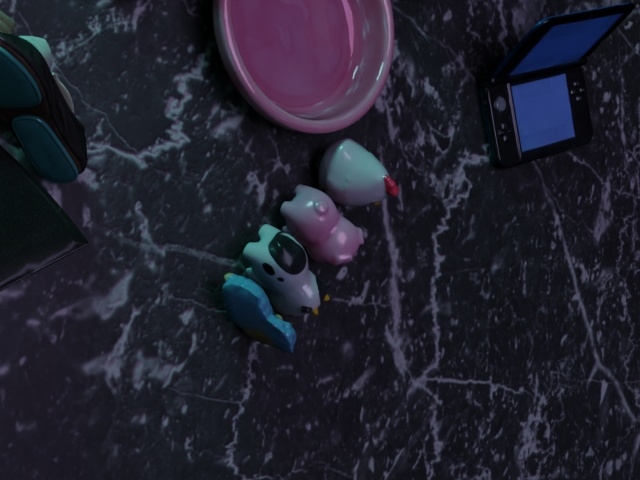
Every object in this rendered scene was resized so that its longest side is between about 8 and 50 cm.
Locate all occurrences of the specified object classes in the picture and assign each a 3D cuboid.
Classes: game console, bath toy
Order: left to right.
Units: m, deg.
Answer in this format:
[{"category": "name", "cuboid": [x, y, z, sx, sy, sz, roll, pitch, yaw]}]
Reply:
[{"category": "bath toy", "cuboid": [0.000, 0.000, 1.596, 0.348, 0.129, 0.151, -55, 154, -25]}, {"category": "game console", "cuboid": [0.447, -0.282, 1.936, 0.293, 0.173, 0.250, -18, 100, -38]}]

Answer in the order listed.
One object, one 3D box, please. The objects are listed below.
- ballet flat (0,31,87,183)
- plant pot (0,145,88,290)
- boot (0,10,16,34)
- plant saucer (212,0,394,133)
[{"category": "ballet flat", "cuboid": [-0.355, -0.181, 1.280, 0.280, 0.095, 0.096, 77, 17, -58]}, {"category": "plant pot", "cuboid": [-0.415, -0.011, 1.229, 0.187, 0.188, 0.167, -32, 97, -35]}, {"category": "boot", "cuboid": [-0.468, -0.228, 1.247, 0.213, 0.077, 0.165, 20, 77, -44]}, {"category": "plant saucer", "cuboid": [-0.033, -0.324, 1.601, 0.332, 0.084, 0.332, 1, 88, -38]}]
